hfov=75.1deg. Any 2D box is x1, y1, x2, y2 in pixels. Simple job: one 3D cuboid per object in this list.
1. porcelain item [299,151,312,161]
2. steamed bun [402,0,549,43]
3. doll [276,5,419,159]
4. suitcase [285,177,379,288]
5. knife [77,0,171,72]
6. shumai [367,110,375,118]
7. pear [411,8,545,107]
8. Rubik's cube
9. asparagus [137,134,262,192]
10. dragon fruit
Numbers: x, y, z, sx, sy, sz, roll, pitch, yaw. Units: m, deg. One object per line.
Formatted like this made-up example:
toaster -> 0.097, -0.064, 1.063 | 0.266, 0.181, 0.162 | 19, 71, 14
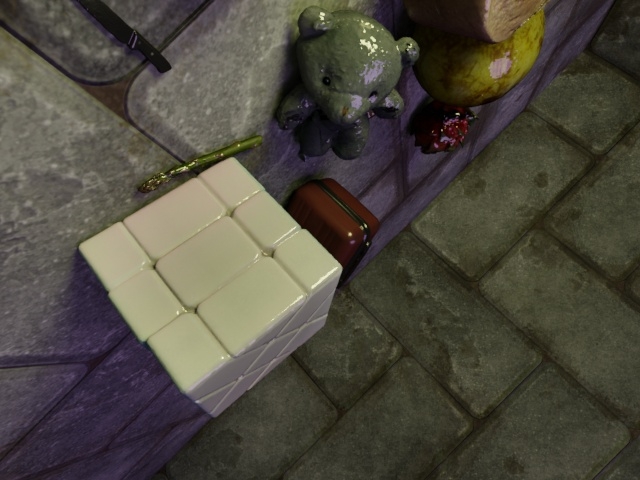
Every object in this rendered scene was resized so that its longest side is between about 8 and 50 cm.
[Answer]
porcelain item -> -0.012, -0.214, 0.969 | 0.083, 0.028, 0.036 | -39, 178, -22
steamed bun -> 0.260, -0.478, 0.628 | 0.301, 0.251, 0.199 | -55, 151, 15
doll -> 0.045, -0.243, 0.764 | 0.246, 0.158, 0.340 | 1, 147, -11
suitcase -> 0.000, 0.000, 1.128 | 0.161, 0.236, 0.297 | -26, 155, -47
knife -> -0.226, -0.239, 0.470 | 0.023, 0.010, 0.170 | -52, 160, 2
shumai -> 0.085, -0.300, 0.904 | 0.139, 0.105, 0.123 | -20, 168, 7
pear -> 0.323, -0.414, 0.889 | 0.284, 0.283, 0.283 | -40, 162, -16
Rubik's cube -> -0.189, 0.099, 0.805 | 0.319, 0.316, 0.321 | -38, 160, -22
asparagus -> -0.201, -0.138, 0.727 | 0.249, 0.025, 0.024 | -33, -159, -33
dragon fruit -> 0.376, -0.351, 1.299 | 0.182, 0.182, 0.188 | -14, 136, -58
